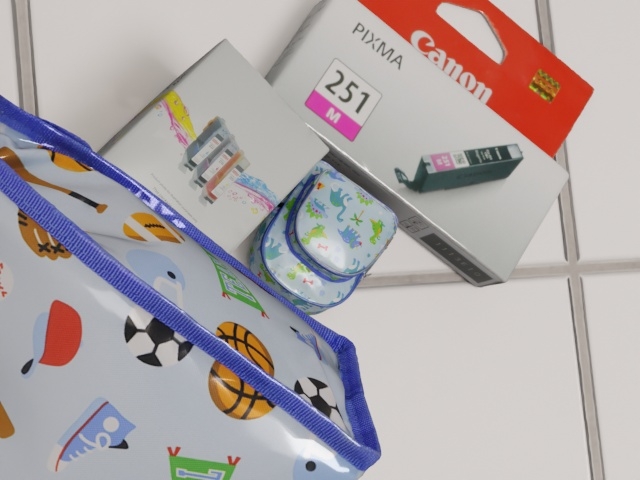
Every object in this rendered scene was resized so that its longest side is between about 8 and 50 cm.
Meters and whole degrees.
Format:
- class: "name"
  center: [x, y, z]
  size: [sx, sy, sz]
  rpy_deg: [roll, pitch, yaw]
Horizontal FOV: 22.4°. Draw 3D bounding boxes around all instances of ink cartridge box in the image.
- class: "ink cartridge box"
  center: [-0.109, -0.050, 1.306]
  size: [0.127, 0.128, 0.176]
  rpy_deg: [48, 67, -9]
- class: "ink cartridge box"
  center: [0.109, -0.131, 1.449]
  size: [0.275, 0.060, 0.239]
  rpy_deg: [37, 71, -13]

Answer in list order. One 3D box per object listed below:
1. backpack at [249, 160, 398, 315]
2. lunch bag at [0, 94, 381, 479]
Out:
- class: "backpack"
  center: [0.000, 0.000, 1.368]
  size: [0.105, 0.084, 0.114]
  rpy_deg: [37, 72, -11]
- class: "lunch bag"
  center: [-0.209, 0.110, 1.129]
  size: [0.385, 0.239, 0.328]
  rpy_deg: [36, 102, -17]
